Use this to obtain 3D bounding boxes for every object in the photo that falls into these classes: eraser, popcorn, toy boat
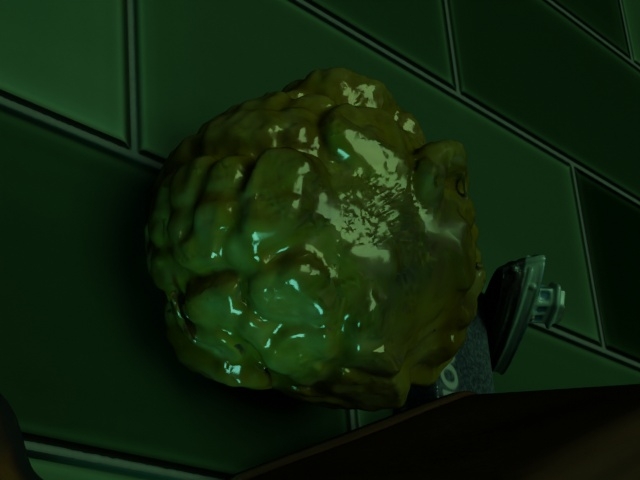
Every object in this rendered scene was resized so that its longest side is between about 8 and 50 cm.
[{"bbox_3d":[0.099,0.081,1.139,0.092,0.046,0.213,24,53,-45],"label":"eraser"},{"bbox_3d":[0.000,0.000,0.932,0.250,0.190,0.250,-10,105,-42],"label":"popcorn"},{"bbox_3d":[0.174,0.061,1.173,0.066,0.140,0.059,2,46,-8],"label":"toy boat"}]

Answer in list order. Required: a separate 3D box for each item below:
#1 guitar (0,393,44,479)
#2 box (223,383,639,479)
[{"bbox_3d":[-0.154,0.183,0.759,0.233,0.025,0.088,57,36,-17],"label":"guitar"},{"bbox_3d":[0.131,0.234,0.897,0.339,0.229,0.240,-11,90,-49],"label":"box"}]
